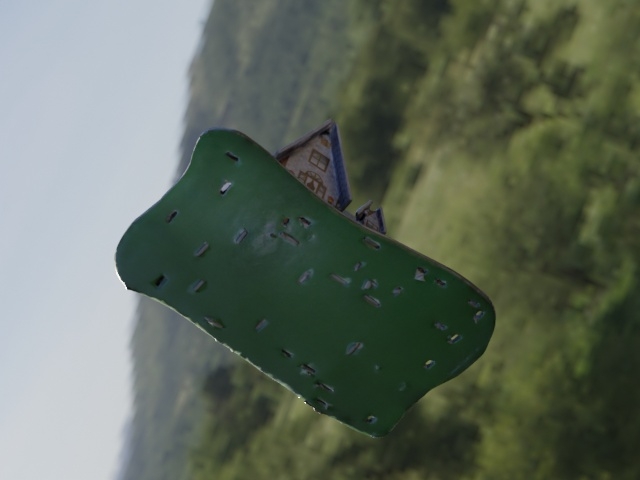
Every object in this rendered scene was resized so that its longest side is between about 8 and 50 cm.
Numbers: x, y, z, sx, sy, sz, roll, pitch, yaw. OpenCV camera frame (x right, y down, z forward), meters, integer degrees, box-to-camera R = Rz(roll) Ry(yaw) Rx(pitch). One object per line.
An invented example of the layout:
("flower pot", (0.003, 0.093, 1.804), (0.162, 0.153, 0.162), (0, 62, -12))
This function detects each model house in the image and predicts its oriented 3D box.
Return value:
("model house", (0.000, 0.000, 0.943), (0.117, 0.167, 0.088), (-50, 13, 37))
